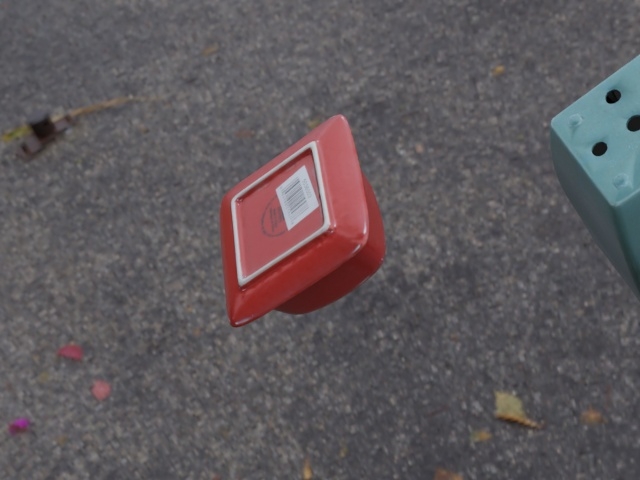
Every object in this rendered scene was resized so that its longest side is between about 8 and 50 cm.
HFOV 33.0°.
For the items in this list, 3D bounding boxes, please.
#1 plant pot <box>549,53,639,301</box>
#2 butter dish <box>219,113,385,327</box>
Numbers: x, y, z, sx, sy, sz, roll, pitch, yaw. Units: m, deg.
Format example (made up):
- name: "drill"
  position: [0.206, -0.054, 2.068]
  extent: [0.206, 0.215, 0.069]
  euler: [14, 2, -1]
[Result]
- name: "plant pot"
  position: [0.301, -0.043, 0.910]
  extent: [0.166, 0.234, 0.165]
  euler: [-36, 51, 12]
- name: "butter dish"
  position: [0.000, 0.000, 0.957]
  extent: [0.160, 0.118, 0.160]
  euler: [-34, 44, 26]
